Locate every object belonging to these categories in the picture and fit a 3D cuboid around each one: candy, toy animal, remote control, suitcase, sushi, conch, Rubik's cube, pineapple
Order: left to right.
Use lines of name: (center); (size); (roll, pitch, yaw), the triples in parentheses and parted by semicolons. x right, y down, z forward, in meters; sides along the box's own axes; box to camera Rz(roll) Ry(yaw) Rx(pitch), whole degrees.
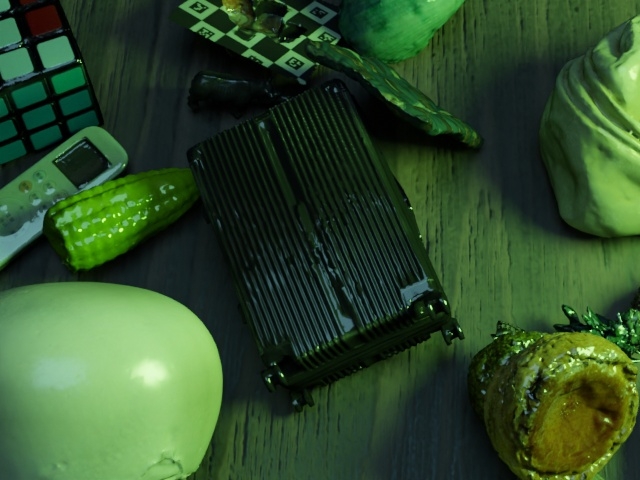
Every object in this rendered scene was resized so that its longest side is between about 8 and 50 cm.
Rubik's cube: (-0.388, -0.219, 1.556); (0.162, 0.160, 0.163); (-20, 66, -9)
remote control: (-0.379, -0.031, 1.535); (0.309, 0.038, 0.090); (-39, 70, -17)
candy: (-0.240, -0.036, 1.508); (0.209, 0.096, 0.096); (-26, 67, -16)
toy animal: (-0.106, -0.196, 1.595); (0.136, 0.065, 0.047); (9, 65, -9)
sushi: (-0.081, -0.287, 1.647); (0.210, 0.040, 0.192); (25, 45, 8)
suitcase: (0.000, 0.000, 1.429); (0.230, 0.152, 0.335); (-25, 66, 5)
conch: (0.114, -0.361, 1.631); (0.196, 0.134, 0.202); (-10, 67, -13)
pineapple: (0.390, 0.084, 1.445); (0.221, 0.083, 0.103); (-26, 83, -11)

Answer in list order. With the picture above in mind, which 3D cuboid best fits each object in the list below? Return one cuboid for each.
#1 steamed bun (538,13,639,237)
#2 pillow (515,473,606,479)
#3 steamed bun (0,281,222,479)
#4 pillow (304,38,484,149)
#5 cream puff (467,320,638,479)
steamed bun: (0.427, -0.162, 1.497); (0.289, 0.203, 0.276); (-10, 64, -5)
pillow: (0.315, 0.326, 1.359); (0.217, 0.033, 0.130); (30, 65, 15)
steamed bun: (-0.267, 0.147, 1.292); (0.324, 0.324, 0.206); (0, 92, 1)
pillow: (0.101, -0.181, 1.501); (0.189, 0.255, 0.034); (37, 103, 20)
cream puff: (0.245, 0.165, 1.368); (0.183, 0.183, 0.169); (-30, 31, -13)
